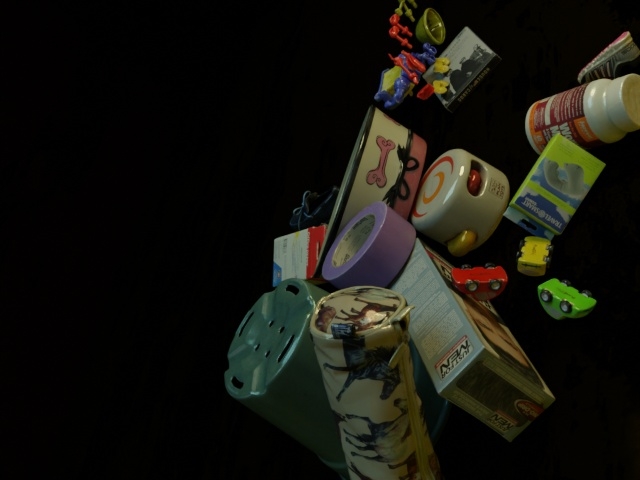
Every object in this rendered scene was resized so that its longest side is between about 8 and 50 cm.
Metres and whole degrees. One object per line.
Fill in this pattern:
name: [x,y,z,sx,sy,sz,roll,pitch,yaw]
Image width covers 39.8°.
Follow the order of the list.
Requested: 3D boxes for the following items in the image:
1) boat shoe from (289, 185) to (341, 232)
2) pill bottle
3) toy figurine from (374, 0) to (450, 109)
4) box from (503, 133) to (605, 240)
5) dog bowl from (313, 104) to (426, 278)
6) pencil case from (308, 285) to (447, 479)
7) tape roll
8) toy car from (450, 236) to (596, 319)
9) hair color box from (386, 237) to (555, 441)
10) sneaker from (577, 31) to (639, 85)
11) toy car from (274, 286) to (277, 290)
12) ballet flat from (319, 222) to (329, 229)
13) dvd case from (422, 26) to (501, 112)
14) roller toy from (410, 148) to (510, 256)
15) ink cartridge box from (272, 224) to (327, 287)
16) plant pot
boat shoe: [-0.007,-0.101,2.441,0.258,0.089,0.109,-30,36,43]
pill bottle: [0.507,-0.234,1.671,0.221,0.121,0.121,-15,47,54]
toy figurine: [0.202,-0.468,2.350,0.217,0.191,0.362,-41,28,40]
box: [0.434,-0.095,1.645,0.178,0.109,0.042,-57,-2,-3]
dog bowl: [0.115,-0.087,1.985,0.408,0.150,0.408,-161,90,-89]
pencil case: [0.106,0.286,1.466,0.160,0.410,0.183,-26,20,-32]
tape roll: [0.093,0.022,1.719,0.189,0.080,0.189,-46,18,19]
toy car: [0.375,0.084,1.540,0.225,0.239,0.053,34,134,44]
hair color box: [0.250,0.164,1.573,0.113,0.185,0.374,-47,27,15]
sneaker: [0.575,-0.339,1.746,0.063,0.075,0.170,-39,-4,-25]
toy car: [-0.077,0.224,2.126,0.188,0.155,0.149,-49,25,36]
ballet flat: [0.000,0.000,2.369,0.041,0.041,0.114,-28,37,44]
dvd case: [0.359,-0.445,2.281,0.179,0.029,0.238,-47,26,17]
roller toy: [0.293,-0.078,1.829,0.191,0.146,0.209,-59,17,12]
ink cartridge box: [-0.029,0.045,2.277,0.231,0.078,0.134,-15,69,53]
plant pot: [0.020,0.259,1.692,0.341,0.334,0.341,-40,31,30]
